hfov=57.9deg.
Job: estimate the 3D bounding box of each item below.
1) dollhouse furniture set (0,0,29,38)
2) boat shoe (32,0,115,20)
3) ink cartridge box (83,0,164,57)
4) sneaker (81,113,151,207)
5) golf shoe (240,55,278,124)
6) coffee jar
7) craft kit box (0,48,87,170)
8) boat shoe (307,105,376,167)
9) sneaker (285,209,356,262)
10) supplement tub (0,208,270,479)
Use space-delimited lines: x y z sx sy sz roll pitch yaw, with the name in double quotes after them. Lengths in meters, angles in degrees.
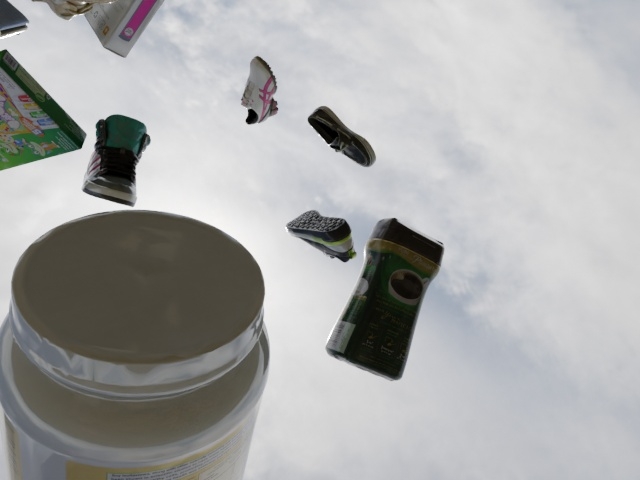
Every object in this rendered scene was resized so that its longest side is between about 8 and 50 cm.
-0.764 -0.608 1.307 0.303 0.198 0.286 42 -146 -8 "dollhouse furniture set"
-0.436 -0.444 1.016 0.302 0.098 0.109 26 -134 32 "boat shoe"
-0.363 -0.582 1.211 0.069 0.371 0.176 16 -150 -51 "ink cartridge box"
-0.436 -0.181 1.259 0.123 0.179 0.295 17 -173 -31 "sneaker"
-0.147 -0.345 1.357 0.086 0.186 0.067 -37 -116 -21 "golf shoe"
0.081 0.069 0.704 0.096 0.079 0.185 27 -101 -20 "coffee jar"
-0.685 -0.268 1.240 0.246 0.250 0.061 -8 -126 19 "craft kit box"
0.054 -0.270 1.575 0.219 0.078 0.070 41 -133 -2 "boat shoe"
0.000 0.000 1.276 0.084 0.234 0.097 -32 -66 -18 "sneaker"
-0.181 0.162 0.571 0.240 0.331 0.241 11 -147 -7 "supplement tub"
